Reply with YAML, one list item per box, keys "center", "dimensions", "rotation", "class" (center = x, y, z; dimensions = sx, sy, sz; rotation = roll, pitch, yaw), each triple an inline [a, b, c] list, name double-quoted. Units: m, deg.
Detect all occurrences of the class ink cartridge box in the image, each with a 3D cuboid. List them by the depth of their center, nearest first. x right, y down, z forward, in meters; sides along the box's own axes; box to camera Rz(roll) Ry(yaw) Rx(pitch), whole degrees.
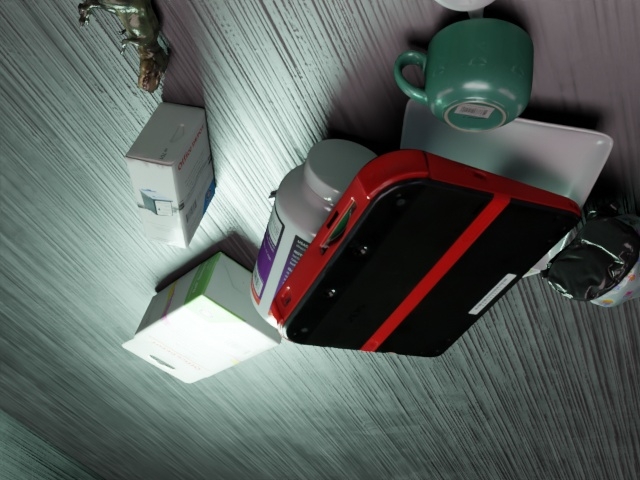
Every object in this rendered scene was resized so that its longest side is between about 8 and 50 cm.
- center: [-0.236, -0.104, 1.040]
  dimensions: [0.082, 0.139, 0.190]
  rotation: [11, 140, 9]
  class: "ink cartridge box"
- center: [-0.255, 0.182, 1.399]
  dimensions: [0.207, 0.119, 0.353]
  rotation: [37, 135, -25]
  class: "ink cartridge box"

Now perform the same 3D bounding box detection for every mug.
- center: [0.184, -0.192, 0.801]
  dimensions: [0.158, 0.097, 0.129]
  rotation: [-9, 155, 42]
  class: "mug"

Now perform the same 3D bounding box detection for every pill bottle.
- center: [0.000, 0.000, 1.038]
  dimensions: [0.182, 0.181, 0.323]
  rotation: [19, 134, -3]
  class: "pill bottle"

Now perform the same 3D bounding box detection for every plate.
- center: [0.250, -0.084, 0.961]
  dimensions: [0.277, 0.045, 0.278]
  rotation: [14, 138, 9]
  class: "plate"

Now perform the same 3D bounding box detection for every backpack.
- center: [0.432, 0.027, 0.939]
  dimensions: [0.182, 0.115, 0.152]
  rotation: [-4, 140, -44]
  class: "backpack"

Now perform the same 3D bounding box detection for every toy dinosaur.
- center: [-0.278, -0.328, 0.858]
  dimensions: [0.118, 0.064, 0.268]
  rotation: [4, 138, 4]
  class: "toy dinosaur"

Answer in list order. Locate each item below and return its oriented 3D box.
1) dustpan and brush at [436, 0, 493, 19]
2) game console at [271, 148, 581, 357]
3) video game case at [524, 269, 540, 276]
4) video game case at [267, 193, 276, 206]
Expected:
- center: [0.176, -0.297, 0.751]
  dimensions: [0.147, 0.060, 0.211]
  rotation: [-1, 131, 21]
  class: "dustpan and brush"
- center: [0.140, 0.043, 0.949]
  dimensions: [0.342, 0.060, 0.386]
  rotation: [10, 135, -28]
  class: "game console"
- center: [0.298, 0.023, 1.107]
  dimensions: [0.157, 0.019, 0.143]
  rotation: [-22, 128, 36]
  class: "video game case"
- center: [-0.030, -0.041, 1.147]
  dimensions: [0.087, 0.011, 0.122]
  rotation: [-7, 135, 26]
  class: "video game case"
